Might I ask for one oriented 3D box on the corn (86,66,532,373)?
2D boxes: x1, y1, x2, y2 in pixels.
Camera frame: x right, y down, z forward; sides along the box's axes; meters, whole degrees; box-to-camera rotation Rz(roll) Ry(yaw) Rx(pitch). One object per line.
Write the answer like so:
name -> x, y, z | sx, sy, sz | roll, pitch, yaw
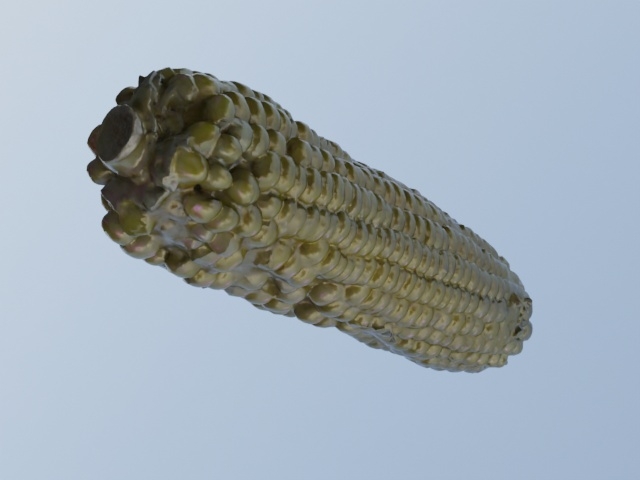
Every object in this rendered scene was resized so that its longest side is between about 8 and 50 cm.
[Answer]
corn -> 0.000, 0.000, 0.815 | 0.086, 0.288, 0.086 | -16, -117, 33
